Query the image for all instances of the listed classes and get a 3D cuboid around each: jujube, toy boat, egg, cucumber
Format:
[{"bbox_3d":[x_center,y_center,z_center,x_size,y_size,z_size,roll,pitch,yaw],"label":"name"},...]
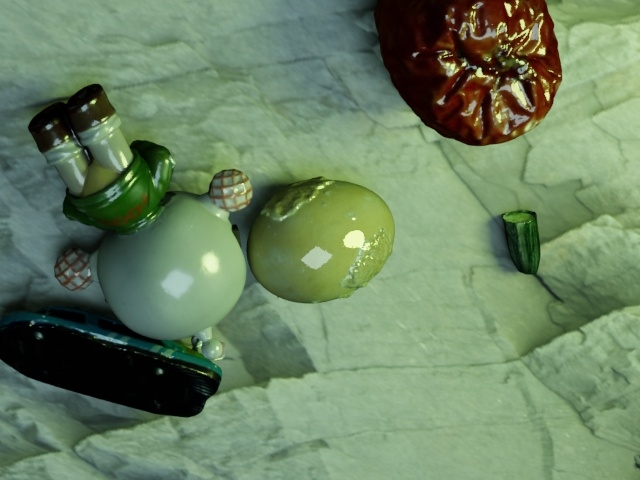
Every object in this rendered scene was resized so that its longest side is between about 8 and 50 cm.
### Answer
[{"bbox_3d":[0.182,-0.240,1.851,0.213,0.213,0.232,-29,127,2],"label":"jujube"},{"bbox_3d":[-0.279,0.139,2.004,0.299,0.092,0.134,19,142,-17],"label":"toy boat"},{"bbox_3d":[0.001,-0.002,1.952,0.201,0.164,0.164,-17,123,-21],"label":"egg"},{"bbox_3d":[0.281,0.006,2.100,0.048,0.048,0.105,-16,124,-6],"label":"cucumber"}]

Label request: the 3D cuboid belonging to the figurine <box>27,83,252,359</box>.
[{"bbox_3d":[-0.220,-0.019,1.883,0.281,0.167,0.370,-26,116,9],"label":"figurine"}]
